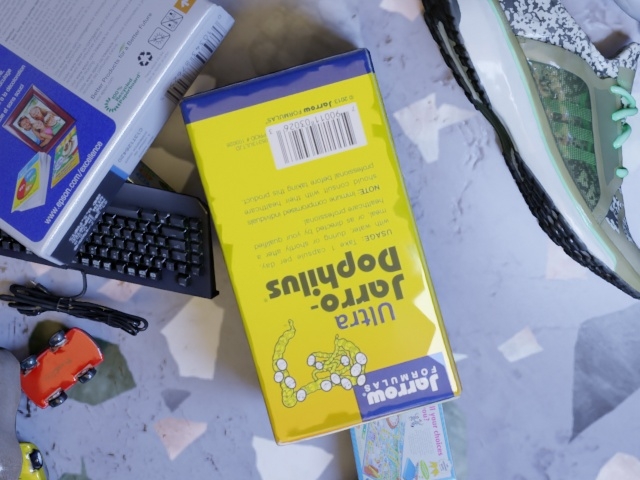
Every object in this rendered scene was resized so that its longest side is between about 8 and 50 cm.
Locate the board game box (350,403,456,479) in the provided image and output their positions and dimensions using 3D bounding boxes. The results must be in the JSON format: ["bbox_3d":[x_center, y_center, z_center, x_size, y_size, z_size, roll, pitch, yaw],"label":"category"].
[{"bbox_3d":[0.083,0.195,1.941,0.103,0.026,0.154,-11,72,3],"label":"board game box"}]

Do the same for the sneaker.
[{"bbox_3d":[0.274,-0.127,1.852,0.182,0.158,0.410,-31,102,-2],"label":"sneaker"}]

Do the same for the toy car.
[{"bbox_3d":[-0.368,0.178,1.966,0.225,0.053,0.239,18,101,-3],"label":"toy car"}]

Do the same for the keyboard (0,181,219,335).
[{"bbox_3d":[-0.254,0.016,1.878,0.317,0.033,0.201,11,127,21],"label":"keyboard"}]

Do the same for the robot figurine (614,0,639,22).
[{"bbox_3d":[0.425,-0.287,1.781,0.353,0.200,0.300,16,136,-4],"label":"robot figurine"}]

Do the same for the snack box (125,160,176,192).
[{"bbox_3d":[-0.201,-0.060,1.887,0.141,0.100,0.037,42,100,-7],"label":"snack box"}]

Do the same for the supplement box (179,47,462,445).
[{"bbox_3d":[0.000,0.000,1.829,0.195,0.194,0.357,-16,95,1],"label":"supplement box"}]

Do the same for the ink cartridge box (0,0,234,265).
[{"bbox_3d":[-0.291,-0.177,1.829,0.307,0.072,0.304,34,90,26],"label":"ink cartridge box"}]

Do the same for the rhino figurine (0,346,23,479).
[{"bbox_3d":[-0.360,0.218,1.865,0.106,0.073,0.243,-7,67,6],"label":"rhino figurine"}]
